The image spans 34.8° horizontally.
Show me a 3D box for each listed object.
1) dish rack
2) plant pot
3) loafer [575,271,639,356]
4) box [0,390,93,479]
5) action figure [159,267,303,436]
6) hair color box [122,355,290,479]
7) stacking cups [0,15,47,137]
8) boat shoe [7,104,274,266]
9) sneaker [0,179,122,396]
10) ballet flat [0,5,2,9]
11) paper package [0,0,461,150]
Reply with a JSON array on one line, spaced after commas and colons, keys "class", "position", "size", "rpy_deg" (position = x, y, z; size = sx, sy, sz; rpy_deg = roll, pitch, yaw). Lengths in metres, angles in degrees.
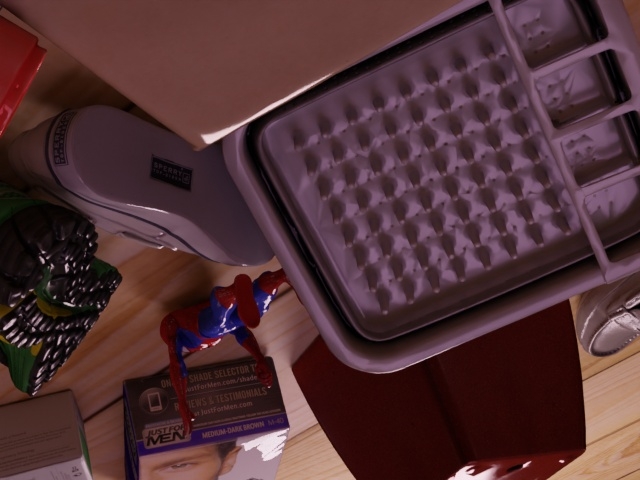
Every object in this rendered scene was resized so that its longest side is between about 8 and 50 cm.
[{"class": "dish rack", "position": [0.114, -0.061, 0.856], "size": [0.332, 0.072, 0.286], "rpy_deg": [-25, 113, 10]}, {"class": "plant pot", "position": [0.161, 0.191, 1.228], "size": [0.267, 0.236, 0.267], "rpy_deg": [1, 145, -31]}, {"class": "loafer", "position": [0.417, 0.074, 1.303], "size": [0.112, 0.112, 0.319], "rpy_deg": [-10, 148, -15]}, {"class": "box", "position": [-0.324, 0.242, 1.185], "size": [0.101, 0.087, 0.101], "rpy_deg": [-13, 149, -11]}, {"class": "action figure", "position": [-0.086, 0.112, 1.009], "size": [0.091, 0.139, 0.280], "rpy_deg": [-15, 177, -27]}, {"class": "hair color box", "position": [-0.157, 0.285, 1.332], "size": [0.185, 0.110, 0.339], "rpy_deg": [-9, 147, -15]}, {"class": "stacking cups", "position": [-0.278, -0.137, 0.447], "size": [0.316, 0.096, 0.096], "rpy_deg": [29, 132, -14]}, {"class": "boat shoe", "position": [-0.136, -0.036, 0.843], "size": [0.088, 0.096, 0.267], "rpy_deg": [-4, 168, 34]}, {"class": "sneaker", "position": [-0.261, 0.025, 0.858], "size": [0.134, 0.146, 0.343], "rpy_deg": [-54, 173, -23]}, {"class": "ballet flat", "position": [-0.233, -0.140, 0.664], "size": [0.041, 0.041, 0.114], "rpy_deg": [16, 134, -45]}, {"class": "paper package", "position": [-0.043, -0.232, 0.497], "size": [0.309, 0.168, 0.325], "rpy_deg": [-29, 149, 16]}]
